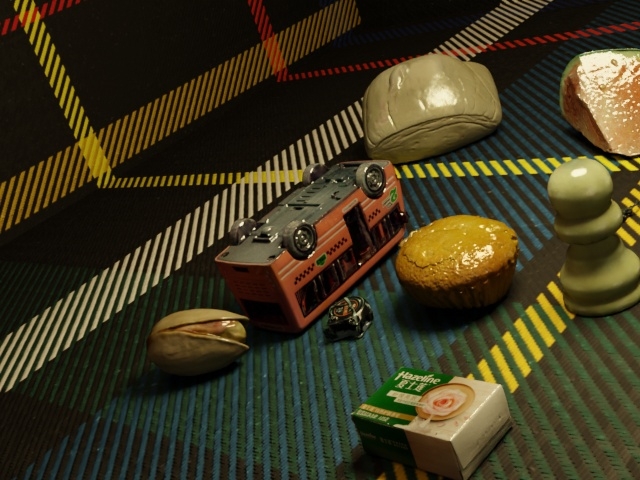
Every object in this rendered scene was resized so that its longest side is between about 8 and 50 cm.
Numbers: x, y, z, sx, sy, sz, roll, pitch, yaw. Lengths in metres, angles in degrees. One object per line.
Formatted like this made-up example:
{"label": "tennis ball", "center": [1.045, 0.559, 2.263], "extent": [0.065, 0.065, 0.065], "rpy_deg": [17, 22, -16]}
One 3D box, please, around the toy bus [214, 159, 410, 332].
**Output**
{"label": "toy bus", "center": [0.000, 0.000, 1.924], "extent": [0.203, 0.233, 0.427], "rpy_deg": [4, 34, 46]}

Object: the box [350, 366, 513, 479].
{"label": "box", "center": [0.164, 0.267, 1.337], "extent": [0.199, 0.081, 0.135], "rpy_deg": [5, 33, 45]}

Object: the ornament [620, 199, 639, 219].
{"label": "ornament", "center": [0.570, -0.046, 1.783], "extent": [0.125, 0.028, 0.073], "rpy_deg": [-33, 24, -33]}

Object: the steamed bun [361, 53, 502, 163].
{"label": "steamed bun", "center": [0.286, -0.367, 2.456], "extent": [0.383, 0.236, 0.247], "rpy_deg": [-15, 66, 17]}

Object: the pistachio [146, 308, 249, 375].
{"label": "pistachio", "center": [-0.245, 0.199, 1.787], "extent": [0.215, 0.144, 0.144], "rpy_deg": [-14, 22, 18]}

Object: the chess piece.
{"label": "chess piece", "center": [0.451, -0.016, 1.509], "extent": [0.144, 0.251, 0.144], "rpy_deg": [-17, 22, 7]}

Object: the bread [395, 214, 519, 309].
{"label": "bread", "center": [0.259, 0.047, 1.688], "extent": [0.239, 0.139, 0.240], "rpy_deg": [-18, 22, 7]}

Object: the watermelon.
{"label": "watermelon", "center": [0.721, -0.350, 2.078], "extent": [0.292, 0.222, 0.319], "rpy_deg": [-16, 28, 8]}

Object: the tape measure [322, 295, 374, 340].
{"label": "tape measure", "center": [0.057, 0.149, 1.746], "extent": [0.091, 0.054, 0.094], "rpy_deg": [-9, 31, 24]}
